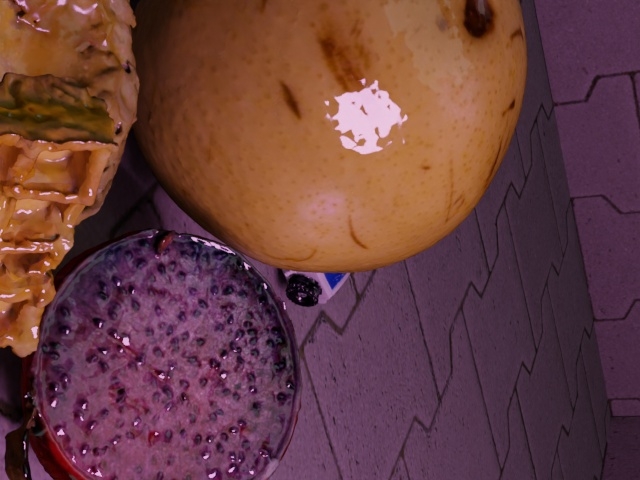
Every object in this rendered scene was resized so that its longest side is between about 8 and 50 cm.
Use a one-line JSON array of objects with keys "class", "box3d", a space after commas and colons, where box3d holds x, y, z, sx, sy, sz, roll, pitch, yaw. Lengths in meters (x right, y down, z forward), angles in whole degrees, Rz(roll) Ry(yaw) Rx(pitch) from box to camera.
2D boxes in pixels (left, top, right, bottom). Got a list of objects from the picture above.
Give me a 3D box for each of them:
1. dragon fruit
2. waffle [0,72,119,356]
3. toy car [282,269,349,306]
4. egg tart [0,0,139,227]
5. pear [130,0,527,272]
[{"class": "dragon fruit", "box3d": [-0.140, 0.110, 0.887, 0.218, 0.148, 0.224, 30, 64, -26]}, {"class": "waffle", "box3d": [-0.240, 0.010, 0.600, 0.229, 0.219, 0.057, -1, 46, -32]}, {"class": "toy car", "box3d": [0.000, 0.000, 1.283, 0.171, 0.070, 0.080, -73, 149, -42]}, {"class": "egg tart", "box3d": [-0.220, -0.114, 0.736, 0.288, 0.118, 0.288, -4, 90, -67]}, {"class": "pear", "box3d": [0.005, -0.143, 0.983, 0.348, 0.348, 0.349, -5, 90, -67]}]
